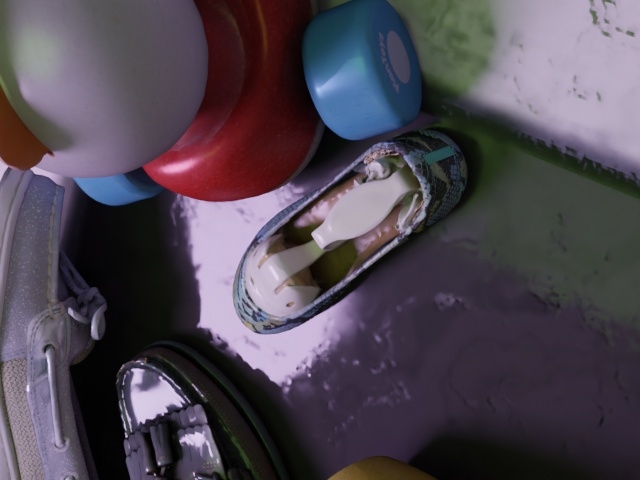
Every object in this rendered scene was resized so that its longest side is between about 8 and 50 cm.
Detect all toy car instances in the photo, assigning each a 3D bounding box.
[{"bbox_3d":[-0.101,-0.114,0.392,0.219,0.238,0.210,-11,95,28],"label":"toy car"}]

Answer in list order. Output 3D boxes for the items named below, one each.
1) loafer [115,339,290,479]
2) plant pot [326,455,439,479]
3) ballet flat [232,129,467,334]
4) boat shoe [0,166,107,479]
[{"bbox_3d":[-0.066,0.193,0.522,0.096,0.084,0.268,-32,85,28],"label":"loafer"},{"bbox_3d":[0.040,0.183,0.454,0.134,0.134,0.095,-56,50,24],"label":"plant pot"},{"bbox_3d":[0.000,0.000,0.463,0.188,0.070,0.070,-42,81,27],"label":"ballet flat"},{"bbox_3d":[-0.194,0.106,0.568,0.118,0.103,0.321,-153,64,-69],"label":"boat shoe"}]
